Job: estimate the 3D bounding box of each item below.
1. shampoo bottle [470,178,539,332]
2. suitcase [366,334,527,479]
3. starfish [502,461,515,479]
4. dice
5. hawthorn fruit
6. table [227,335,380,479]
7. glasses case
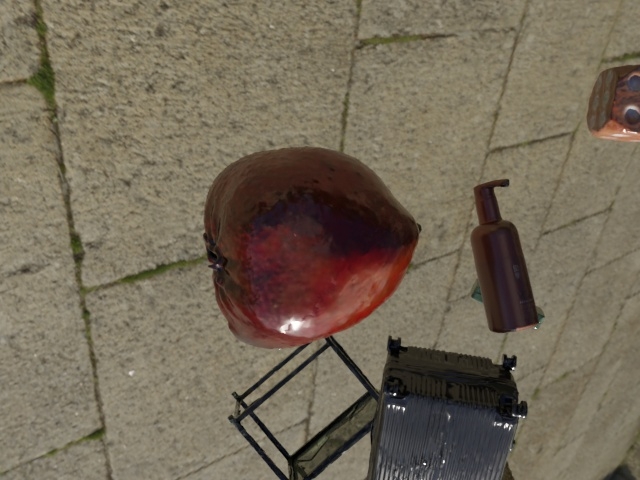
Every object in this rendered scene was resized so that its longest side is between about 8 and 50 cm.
[{"bbox_3d":[0.292,0.026,0.983,0.085,0.085,0.245,-8,86,-37],"label":"shampoo bottle"},{"bbox_3d":[0.200,0.350,1.038,0.152,0.229,0.335,-68,165,-62],"label":"suitcase"},{"bbox_3d":[0.406,0.580,1.220,0.082,0.432,0.324,0,105,1],"label":"starfish"},{"bbox_3d":[0.788,-0.342,1.519,0.179,0.174,0.175,4,96,4],"label":"dice"},{"bbox_3d":[0.000,0.000,0.795,0.307,0.265,0.265,-8,126,-16],"label":"hawthorn fruit"},{"bbox_3d":[-0.034,0.441,1.639,0.335,0.222,0.272,-40,95,-3],"label":"table"},{"bbox_3d":[0.476,0.160,1.535,0.040,0.184,0.078,-66,173,16],"label":"glasses case"}]
